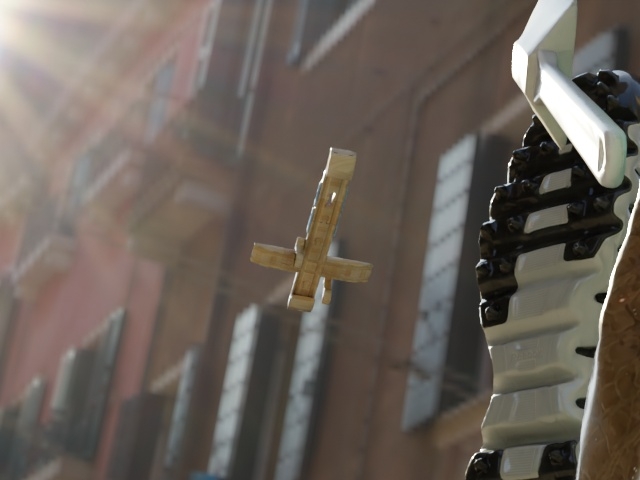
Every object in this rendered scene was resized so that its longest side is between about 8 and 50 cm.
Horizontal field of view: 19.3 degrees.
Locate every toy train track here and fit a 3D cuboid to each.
[{"bbox_3d":[0.000,0.000,0.724,0.048,0.014,0.083,10,-48,-7],"label":"toy train track"}]

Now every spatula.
[{"bbox_3d":[0.087,-0.104,0.620,0.019,0.168,0.242,3,14,-3],"label":"spatula"}]

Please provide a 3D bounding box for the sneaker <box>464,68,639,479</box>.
[{"bbox_3d":[0.119,0.047,0.774,0.106,0.234,0.078,25,-25,-38],"label":"sneaker"}]

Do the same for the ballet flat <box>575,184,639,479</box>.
[{"bbox_3d":[0.121,0.008,0.415,0.116,0.342,0.124,6,-24,6],"label":"ballet flat"}]
